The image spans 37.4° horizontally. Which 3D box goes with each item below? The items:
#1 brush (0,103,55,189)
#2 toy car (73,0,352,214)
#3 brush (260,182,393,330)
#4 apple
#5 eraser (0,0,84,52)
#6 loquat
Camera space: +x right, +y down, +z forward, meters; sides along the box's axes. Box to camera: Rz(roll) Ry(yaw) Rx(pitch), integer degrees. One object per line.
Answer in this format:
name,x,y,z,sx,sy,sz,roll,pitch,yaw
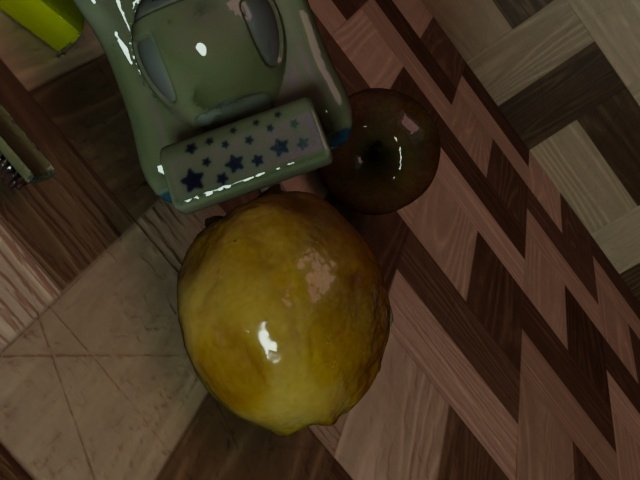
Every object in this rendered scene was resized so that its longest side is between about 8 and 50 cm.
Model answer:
brush,-0.326,-0.142,0.827,0.248,0.036,0.043,50,19,2
toy car,-0.119,-0.215,0.959,0.226,0.242,0.336,-92,163,-79
brush,0.002,-0.001,1.239,0.313,0.067,0.072,56,24,5
apple,0.087,-0.134,1.415,0.188,0.188,0.174,56,18,0
eraser,-0.309,-0.272,1.009,0.122,0.045,0.097,39,29,-37
loquat,-0.030,0.069,0.918,0.238,0.193,0.238,34,40,-34
